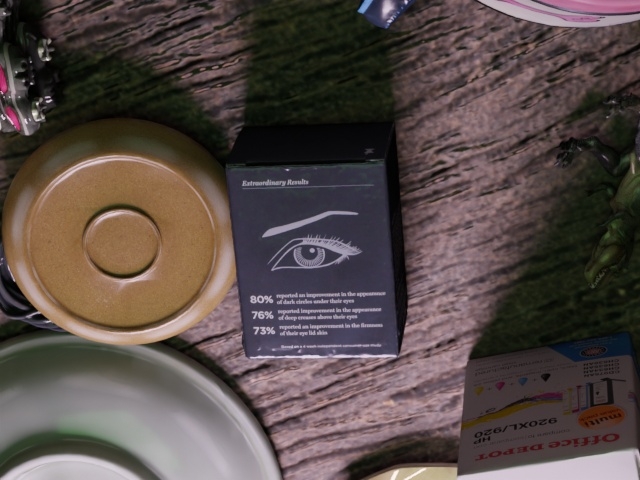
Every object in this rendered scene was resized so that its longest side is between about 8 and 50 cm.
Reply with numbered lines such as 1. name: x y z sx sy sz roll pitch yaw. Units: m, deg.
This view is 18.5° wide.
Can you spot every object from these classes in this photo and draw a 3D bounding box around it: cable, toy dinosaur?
1. cable: -0.242 0.020 1.940 0.184 0.047 0.150 -37 109 16
2. toy dinosaur: 0.295 -0.082 1.813 0.118 0.064 0.268 24 115 -20

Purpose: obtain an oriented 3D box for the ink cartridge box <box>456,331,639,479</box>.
1. ink cartridge box: 0.230 0.222 1.859 0.171 0.233 0.168 -11 112 11

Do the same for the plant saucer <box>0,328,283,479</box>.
1. plant saucer: -0.238 0.286 2.023 0.400 0.100 0.400 3 113 6

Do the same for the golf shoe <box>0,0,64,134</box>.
1. golf shoe: -0.322 -0.226 1.809 0.120 0.105 0.273 1 113 17

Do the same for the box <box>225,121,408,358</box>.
1. box: 0.000 0.000 1.860 0.153 0.108 0.207 0 113 8

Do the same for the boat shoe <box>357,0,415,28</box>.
1. boat shoe: 0.135 -0.277 1.722 0.089 0.109 0.258 36 115 -13

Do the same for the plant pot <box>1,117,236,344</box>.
1. plant pot: -0.190 -0.001 1.886 0.236 0.032 0.236 -1 113 -2

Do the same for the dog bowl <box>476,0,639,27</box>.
1. dog bowl: 0.235 -0.365 1.590 0.408 0.150 0.408 -1 103 -5

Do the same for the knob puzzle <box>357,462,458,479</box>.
1. knob puzzle: 0.105 0.300 2.022 0.213 0.030 0.213 3 114 7
